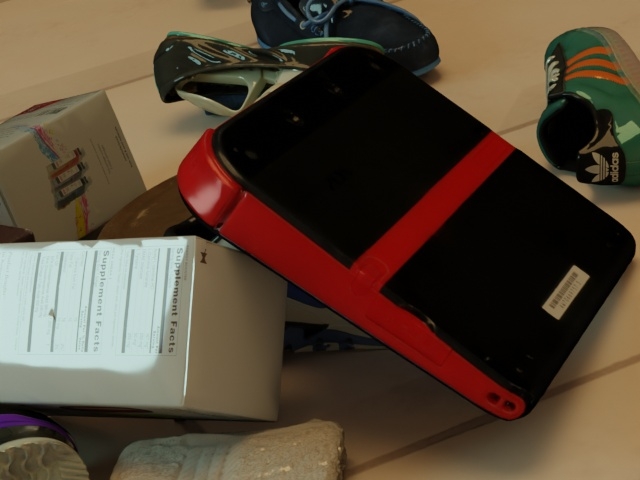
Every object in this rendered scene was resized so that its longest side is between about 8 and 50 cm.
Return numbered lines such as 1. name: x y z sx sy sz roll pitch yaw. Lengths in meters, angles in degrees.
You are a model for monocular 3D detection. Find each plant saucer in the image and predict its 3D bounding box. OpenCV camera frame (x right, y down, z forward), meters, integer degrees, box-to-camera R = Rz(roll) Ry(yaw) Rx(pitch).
1. plant saucer: -0.108 -0.020 1.789 0.277 0.041 0.278 -18 23 8

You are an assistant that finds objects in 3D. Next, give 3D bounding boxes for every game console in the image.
1. game console: 0.084 -0.021 1.538 0.342 0.060 0.386 37 30 6

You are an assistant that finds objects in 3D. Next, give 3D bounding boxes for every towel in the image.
1. towel: -0.087 -0.178 2.177 0.119 0.029 0.067 -11 26 -5
2. towel: -0.078 0.221 1.327 0.187 0.049 0.282 -7 26 7

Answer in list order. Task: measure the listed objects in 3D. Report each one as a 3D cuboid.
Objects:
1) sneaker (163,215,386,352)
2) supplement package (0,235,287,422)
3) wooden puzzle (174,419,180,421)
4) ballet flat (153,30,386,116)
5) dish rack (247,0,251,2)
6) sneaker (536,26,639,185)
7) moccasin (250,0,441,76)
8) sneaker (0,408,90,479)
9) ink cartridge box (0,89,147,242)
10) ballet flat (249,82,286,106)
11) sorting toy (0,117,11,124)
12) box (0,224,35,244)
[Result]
1. sneaker: -0.001 0.000 1.598 0.315 0.182 0.127 -12 27 -8
2. supplement package: -0.165 0.075 1.470 0.244 0.134 0.139 -2 -11 33
3. wooden puzzle: -0.107 0.132 1.569 0.049 0.006 0.083 -13 26 -6
4. ballet flat: -0.062 -0.184 2.103 0.280 0.095 0.096 3 69 17
5. dish rack: -0.041 -0.399 2.575 0.271 0.074 0.208 -4 25 15
6. sneaker: 0.273 -0.144 1.888 0.121 0.108 0.302 -9 27 -9
7. moccasin: 0.009 -0.276 2.243 0.137 0.117 0.342 -28 31 -33
8. sneaker: -0.332 0.196 1.423 0.293 0.102 0.146 -9 21 -10
9. ink cartridge box: -0.297 -0.059 1.866 0.128 0.127 0.176 -5 22 45
10. ballet flat: -0.018 -0.132 1.989 0.247 0.087 0.083 4 23 26
11. sorting toy: -0.374 -0.134 2.207 0.062 0.012 0.083 2 27 22
12. box: -0.429 0.115 1.571 0.191 0.143 0.381 9 33 36
